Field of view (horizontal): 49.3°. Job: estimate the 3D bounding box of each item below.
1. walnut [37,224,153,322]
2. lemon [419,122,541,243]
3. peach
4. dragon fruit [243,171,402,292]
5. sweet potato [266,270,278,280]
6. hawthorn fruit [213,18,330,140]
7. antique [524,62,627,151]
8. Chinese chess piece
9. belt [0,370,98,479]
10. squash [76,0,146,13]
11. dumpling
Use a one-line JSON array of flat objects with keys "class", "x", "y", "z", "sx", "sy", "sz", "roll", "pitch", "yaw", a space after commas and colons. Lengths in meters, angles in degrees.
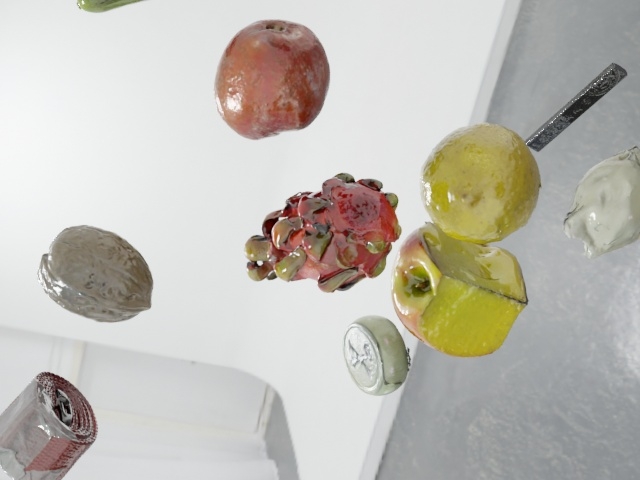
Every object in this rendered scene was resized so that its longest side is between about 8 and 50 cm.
[{"class": "walnut", "x": -0.427, "y": 0.069, "z": 1.353, "sx": 0.178, "sy": 0.230, "sz": 0.178, "roll": -57, "pitch": 4, "yaw": 6}, {"class": "lemon", "x": 0.340, "y": -0.123, "z": 1.484, "sx": 0.310, "sy": 0.254, "sz": 0.253, "roll": -42, "pitch": -24, "yaw": -56}, {"class": "peach", "x": 0.335, "y": 0.119, "z": 1.720, "sx": 0.242, "sy": 0.381, "sz": 0.306, "roll": -62, "pitch": 33, "yaw": 28}, {"class": "dragon fruit", "x": 0.002, "y": -0.014, "z": 1.386, "sx": 0.227, "sy": 0.307, "sz": 0.243, "roll": -76, "pitch": -5, "yaw": -51}, {"class": "sweet potato", "x": -0.118, "y": 0.068, "z": 1.916, "sx": 0.038, "sy": 0.041, "sz": 0.153, "roll": -34, "pitch": 22, "yaw": 34}, {"class": "hawthorn fruit", "x": -0.111, "y": -0.375, "z": 1.630, "sx": 0.284, "sy": 0.284, "sz": 0.284, "roll": -168, "pitch": 90, "yaw": -77}, {"class": "antique", "x": 0.398, "y": -0.206, "z": 1.101, "sx": 0.192, "sy": 0.031, "sz": 0.015, "roll": -48, "pitch": 30, "yaw": 45}, {"class": "Chinese chess piece", "x": 0.153, "y": 0.323, "z": 1.968, "sx": 0.238, "sy": 0.092, "sz": 0.237, "roll": 24, "pitch": 118, "yaw": 56}, {"class": "belt", "x": -0.440, "y": 0.305, "z": 1.105, "sx": 0.124, "sy": 0.128, "sz": 0.201, "roll": -49, "pitch": 25, "yaw": -3}, {"class": "squash", "x": -0.419, "y": -0.620, "z": 1.673, "sx": 0.094, "sy": 0.341, "sz": 0.094, "roll": 163, "pitch": 90, "yaw": -82}, {"class": "dumpling", "x": 0.450, "y": -0.050, "z": 1.070, "sx": 0.199, "sy": 0.136, "sz": 0.118, "roll": -39, "pitch": 26, "yaw": -14}]
